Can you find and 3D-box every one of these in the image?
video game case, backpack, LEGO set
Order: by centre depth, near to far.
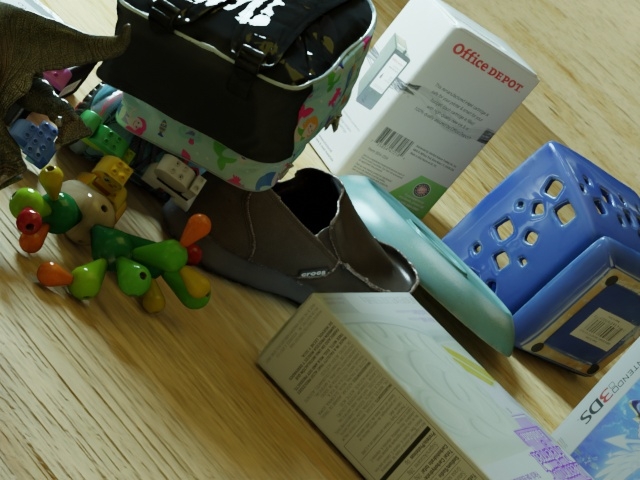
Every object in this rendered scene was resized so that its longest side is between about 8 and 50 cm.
[{"bbox_3d":[-0.210,-0.086,1.544,0.227,0.087,0.093,37,-25,-15],"label":"LEGO set"},{"bbox_3d":[-0.071,-0.184,1.609,0.225,0.191,0.253,27,42,10],"label":"backpack"},{"bbox_3d":[0.400,0.240,1.792,0.061,0.244,0.269,20,25,-47],"label":"video game case"}]

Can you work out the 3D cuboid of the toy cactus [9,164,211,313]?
[{"bbox_3d":[-0.191,-0.012,1.448,0.219,0.112,0.180,17,16,-35],"label":"toy cactus"}]

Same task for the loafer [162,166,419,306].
[{"bbox_3d":[0.000,0.000,1.752,0.366,0.130,0.134,20,25,-50],"label":"loafer"}]

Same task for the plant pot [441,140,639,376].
[{"bbox_3d":[0.336,0.042,2.224,0.236,0.236,0.212,24,29,-43],"label":"plant pot"}]

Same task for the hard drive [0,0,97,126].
[{"bbox_3d":[-0.400,-0.263,1.697,0.339,0.064,0.237,38,16,-1],"label":"hard drive"}]

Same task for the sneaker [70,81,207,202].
[{"bbox_3d":[-0.164,-0.100,1.710,0.125,0.104,0.262,47,18,18],"label":"sneaker"}]

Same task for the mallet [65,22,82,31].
[{"bbox_3d":[-0.320,-0.261,1.928,0.062,0.039,0.189,44,12,24],"label":"mallet"}]

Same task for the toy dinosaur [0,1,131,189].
[{"bbox_3d":[-0.281,-0.122,1.335,0.121,0.313,0.160,-33,95,-43],"label":"toy dinosaur"}]

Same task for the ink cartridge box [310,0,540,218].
[{"bbox_3d":[0.144,-0.190,2.324,0.198,0.273,0.115,25,22,-42],"label":"ink cartridge box"}]

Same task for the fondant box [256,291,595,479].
[{"bbox_3d":[0.123,0.192,1.575,0.330,0.096,0.238,47,17,19],"label":"fondant box"}]

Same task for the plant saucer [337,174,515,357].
[{"bbox_3d":[0.135,0.021,2.053,0.317,0.044,0.317,43,7,-6],"label":"plant saucer"}]
